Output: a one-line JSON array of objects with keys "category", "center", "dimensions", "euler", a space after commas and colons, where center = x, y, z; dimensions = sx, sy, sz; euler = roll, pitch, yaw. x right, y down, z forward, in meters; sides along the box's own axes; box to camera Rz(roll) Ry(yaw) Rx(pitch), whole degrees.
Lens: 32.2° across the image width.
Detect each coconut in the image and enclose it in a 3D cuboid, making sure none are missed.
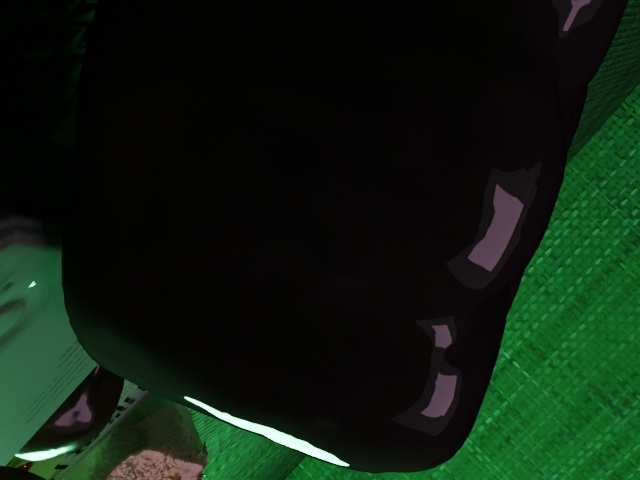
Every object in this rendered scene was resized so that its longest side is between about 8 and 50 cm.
[{"category": "coconut", "center": [-0.155, 0.165, 0.885], "dimensions": [0.116, 0.122, 0.116], "euler": [-16, 124, -25]}]

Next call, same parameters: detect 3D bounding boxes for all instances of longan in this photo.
[{"category": "longan", "center": [-0.145, 0.061, 0.577], "dimensions": [0.092, 0.113, 0.113], "euler": [8, 129, -45]}]

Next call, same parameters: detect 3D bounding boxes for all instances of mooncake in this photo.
[{"category": "mooncake", "center": [0.029, -0.060, 0.439], "dimensions": [0.306, 0.154, 0.306], "euler": [21, 90, -80]}]

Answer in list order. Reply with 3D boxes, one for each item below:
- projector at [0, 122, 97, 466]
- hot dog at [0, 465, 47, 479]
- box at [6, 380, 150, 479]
[{"category": "projector", "center": [-0.193, 0.063, 0.445], "dimensions": [0.257, 0.099, 0.192], "euler": [-47, 167, 6]}, {"category": "hot dog", "center": [-0.177, 0.168, 0.348], "dimensions": [0.326, 0.107, 0.194], "euler": [-46, 170, 14]}, {"category": "box", "center": [-0.159, 0.084, 0.720], "dimensions": [0.260, 0.062, 0.175], "euler": [-45, 168, -7]}]
